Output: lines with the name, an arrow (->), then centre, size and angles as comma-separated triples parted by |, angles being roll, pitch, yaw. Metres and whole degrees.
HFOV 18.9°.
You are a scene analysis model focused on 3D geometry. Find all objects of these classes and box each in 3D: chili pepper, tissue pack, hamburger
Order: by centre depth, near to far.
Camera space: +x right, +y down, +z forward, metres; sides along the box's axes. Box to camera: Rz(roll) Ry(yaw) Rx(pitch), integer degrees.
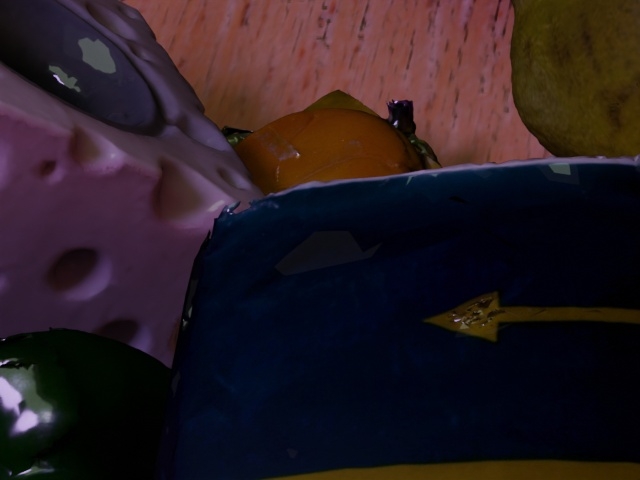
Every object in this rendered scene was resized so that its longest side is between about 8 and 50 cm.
tissue pack -> 0.064, 0.207, 0.759 | 0.253, 0.264, 0.417 | -7, 49, 13
chili pepper -> -0.119, 0.130, 0.921 | 0.165, 0.261, 0.174 | -28, 66, 9
hamburger -> 0.000, -0.003, 1.100 | 0.164, 0.093, 0.189 | -26, 46, -3

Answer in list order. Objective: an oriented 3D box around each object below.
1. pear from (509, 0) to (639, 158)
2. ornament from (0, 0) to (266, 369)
pear -> 0.251, -0.140, 1.013 | 0.321, 0.269, 0.269 | -13, 45, 26
ornament -> -0.213, -0.022, 1.049 | 0.240, 0.240, 0.239 | -52, 42, 17
